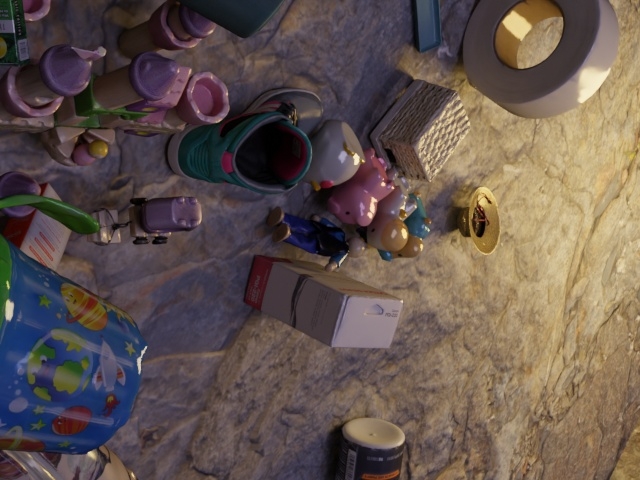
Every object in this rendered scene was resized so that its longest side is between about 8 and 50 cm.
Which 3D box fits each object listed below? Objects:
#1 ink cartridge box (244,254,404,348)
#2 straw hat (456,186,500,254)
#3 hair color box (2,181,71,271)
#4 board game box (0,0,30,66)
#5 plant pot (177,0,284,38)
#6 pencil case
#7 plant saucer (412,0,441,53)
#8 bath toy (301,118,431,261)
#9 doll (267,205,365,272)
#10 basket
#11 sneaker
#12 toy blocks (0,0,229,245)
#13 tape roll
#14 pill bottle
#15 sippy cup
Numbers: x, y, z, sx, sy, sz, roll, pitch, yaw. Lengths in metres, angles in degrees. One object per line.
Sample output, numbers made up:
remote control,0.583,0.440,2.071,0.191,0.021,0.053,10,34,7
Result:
ink cartridge box,0.005,0.102,1.429,0.158,0.218,0.092,9,98,-47
straw hat,0.326,-0.040,1.835,0.144,0.061,0.144,5,83,-51
hair color box,-0.360,0.000,1.081,0.141,0.043,0.072,-88,158,-49
board game box,-0.424,-0.243,0.852,0.030,0.259,0.136,-66,158,-71
plant pot,-0.147,-0.412,0.904,0.334,0.341,0.341,31,80,-18
pencil case,-0.360,0.309,1.149,0.160,0.183,0.410,-47,132,-24
plant saucer,0.193,-0.446,1.580,0.067,0.018,0.192,-30,123,-36
bath toy,0.070,-0.077,1.514,0.348,0.129,0.151,38,32,-48
doll,0.000,0.000,1.472,0.189,0.129,0.046,15,132,-38
basket,0.191,-0.203,1.600,0.167,0.103,0.113,-52,136,-21
sneaker,-0.063,-0.156,1.293,0.295,0.178,0.124,-29,124,-37
toy blocks,-0.227,-0.156,1.003,0.288,0.260,0.309,-3,87,-47
tape roll,0.417,-0.380,1.644,0.100,0.286,0.286,17,91,-49
pill bottle,0.093,0.495,1.730,0.130,0.130,0.246,-9,111,-45
sippy cup,-0.319,0.123,0.911,0.224,0.240,0.305,28,101,-39
